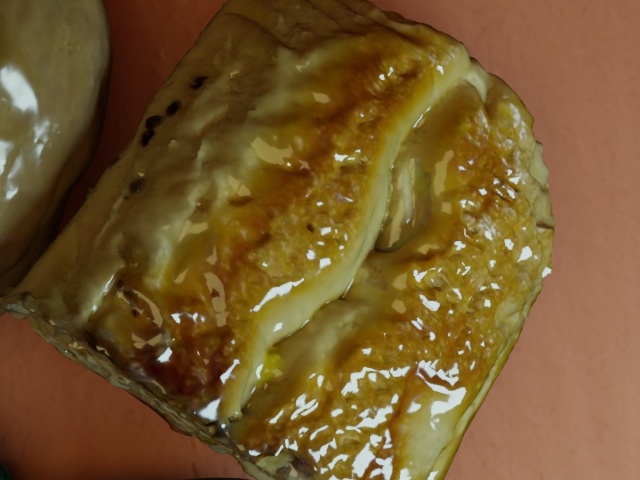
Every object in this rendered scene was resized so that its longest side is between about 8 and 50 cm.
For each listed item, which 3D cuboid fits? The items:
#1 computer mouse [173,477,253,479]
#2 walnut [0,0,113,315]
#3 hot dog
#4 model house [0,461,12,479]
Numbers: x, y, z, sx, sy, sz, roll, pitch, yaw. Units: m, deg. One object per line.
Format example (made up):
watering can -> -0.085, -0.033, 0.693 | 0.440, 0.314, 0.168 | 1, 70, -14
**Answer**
computer mouse -> -0.129, 0.276, 1.616 | 0.297, 0.121, 0.184 | -11, 100, 20
walnut -> -0.324, -0.102, 1.512 | 0.383, 0.383, 0.383 | 0, 93, 6
hot dog -> 0.000, 0.000, 1.507 | 0.367, 0.196, 0.365 | 37, 77, -20
model house -> -0.431, 0.150, 1.635 | 0.271, 0.190, 0.301 | -31, 74, 11
